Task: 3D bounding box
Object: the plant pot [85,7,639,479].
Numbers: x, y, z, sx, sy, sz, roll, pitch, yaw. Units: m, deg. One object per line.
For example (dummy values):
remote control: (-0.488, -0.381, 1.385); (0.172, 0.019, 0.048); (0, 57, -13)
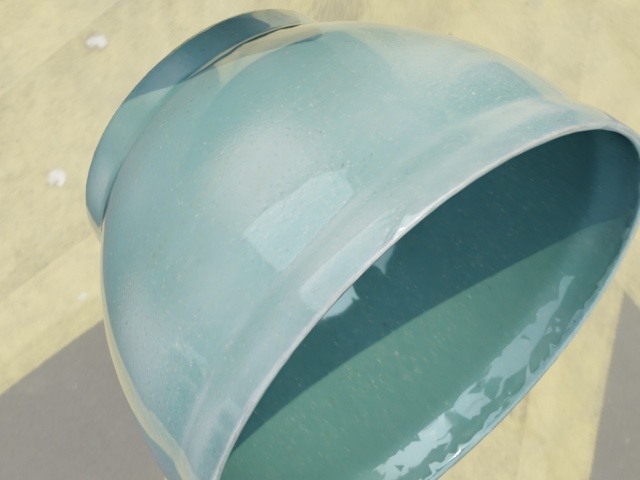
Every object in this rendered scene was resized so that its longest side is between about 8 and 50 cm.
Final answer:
plant pot: (0.000, 0.000, 0.700); (0.196, 0.293, 0.293); (45, 108, 26)
